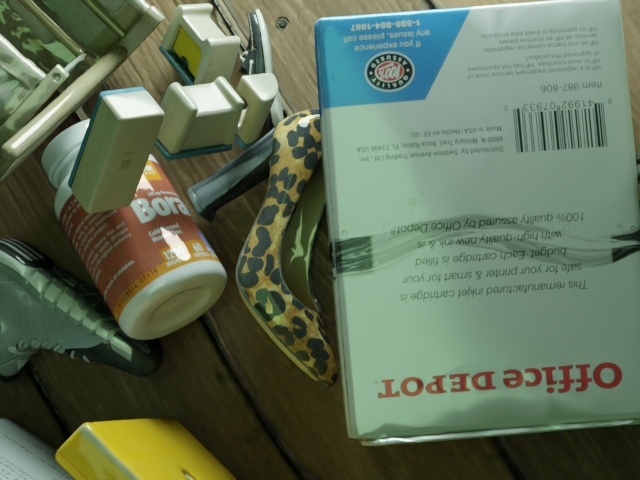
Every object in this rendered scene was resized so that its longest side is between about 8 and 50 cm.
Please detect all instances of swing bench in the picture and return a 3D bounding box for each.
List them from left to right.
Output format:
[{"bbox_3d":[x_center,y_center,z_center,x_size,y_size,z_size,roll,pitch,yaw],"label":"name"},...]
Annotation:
[{"bbox_3d":[-0.344,-0.217,1.608,0.253,0.165,0.255,45,56,-7],"label":"swing bench"}]

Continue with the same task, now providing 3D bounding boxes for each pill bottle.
[{"bbox_3d":[-0.196,-0.016,1.623,0.121,0.121,0.216,-36,69,7],"label":"pill bottle"}]

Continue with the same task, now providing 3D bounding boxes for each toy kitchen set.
[{"bbox_3d":[-0.171,-0.139,1.591,0.166,0.207,0.122,51,133,29],"label":"toy kitchen set"}]

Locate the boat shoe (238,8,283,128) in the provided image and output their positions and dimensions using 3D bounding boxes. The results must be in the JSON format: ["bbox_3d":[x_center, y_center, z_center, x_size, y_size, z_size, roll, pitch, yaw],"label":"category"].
[{"bbox_3d":[-0.067,-0.178,1.658,0.038,0.046,0.125,-9,92,6],"label":"boat shoe"}]

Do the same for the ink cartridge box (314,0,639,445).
[{"bbox_3d":[0.149,-0.013,1.513,0.285,0.166,0.395,-4,84,-1],"label":"ink cartridge box"}]

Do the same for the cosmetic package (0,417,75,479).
[{"bbox_3d":[-0.323,0.388,1.486,0.327,0.393,0.329,32,93,12],"label":"cosmetic package"}]

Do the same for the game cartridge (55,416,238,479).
[{"bbox_3d":[-0.083,0.295,1.499,0.323,0.285,0.053,45,94,12],"label":"game cartridge"}]

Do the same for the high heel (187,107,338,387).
[{"bbox_3d":[0.000,0.000,1.604,0.186,0.093,0.261,-33,75,9],"label":"high heel"}]

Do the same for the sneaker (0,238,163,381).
[{"bbox_3d":[-0.278,0.107,1.667,0.228,0.086,0.132,34,101,18],"label":"sneaker"}]

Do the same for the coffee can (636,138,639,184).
[{"bbox_3d":[0.409,-0.177,1.477,0.201,0.201,0.275,9,88,12],"label":"coffee can"}]
